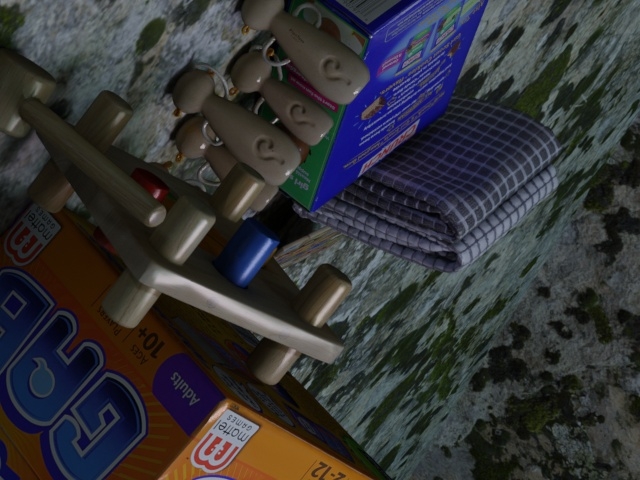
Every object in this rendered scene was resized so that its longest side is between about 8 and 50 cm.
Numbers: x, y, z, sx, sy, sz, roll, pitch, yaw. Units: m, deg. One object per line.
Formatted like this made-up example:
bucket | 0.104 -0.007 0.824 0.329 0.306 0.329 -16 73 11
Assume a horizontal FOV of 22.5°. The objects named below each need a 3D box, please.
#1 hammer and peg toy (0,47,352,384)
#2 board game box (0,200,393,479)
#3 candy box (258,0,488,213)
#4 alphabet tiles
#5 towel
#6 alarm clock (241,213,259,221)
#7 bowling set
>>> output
hammer and peg toy | -0.152 -0.014 1.424 0.361 0.266 0.127 27 106 -45
board game box | -0.204 0.242 1.613 0.356 0.356 0.356 -49 140 2
candy box | 0.064 -0.219 1.865 0.268 0.122 0.317 -38 159 -34
alphabet tiles | 0.000 0.000 2.202 0.198 0.009 0.237 -26 174 -22
towel | 0.132 -0.097 2.062 0.235 0.284 0.121 -41 141 -35
alarm clock | -0.152 0.018 1.837 0.192 0.129 0.064 -23 151 -33
bowling set | -0.089 -0.121 1.726 0.287 0.154 0.200 -50 -178 -2
